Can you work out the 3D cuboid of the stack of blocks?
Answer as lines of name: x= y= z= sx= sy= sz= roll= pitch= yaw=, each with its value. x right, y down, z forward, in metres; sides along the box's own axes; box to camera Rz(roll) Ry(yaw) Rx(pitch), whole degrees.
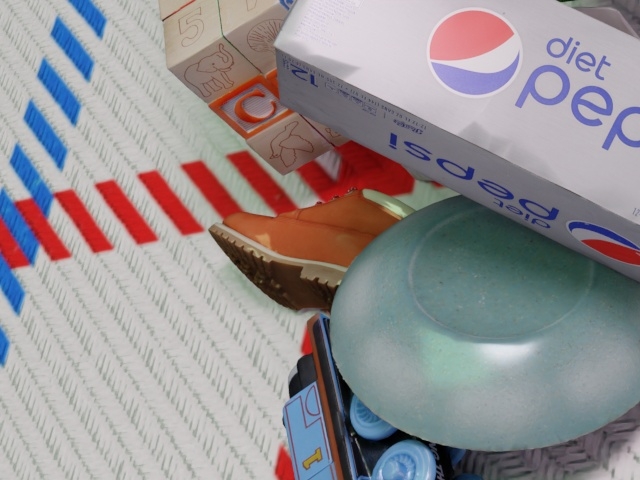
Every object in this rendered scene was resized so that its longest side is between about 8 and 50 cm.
stack of blocks: x=-0.030 y=-0.191 z=1.235 sx=0.087 sy=0.171 sz=0.297 roll=-28 pitch=46 yaw=21

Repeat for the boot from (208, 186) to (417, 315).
boot: x=0.000 y=0.000 z=1.160 sx=0.158 sy=0.059 sz=0.084 roll=18 pitch=63 yaw=42

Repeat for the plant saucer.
plant saucer: x=0.099 y=0.028 z=1.001 sx=0.195 sy=0.037 sz=0.195 roll=-5 pitch=45 yaw=5

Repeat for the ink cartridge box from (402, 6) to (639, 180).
ink cartridge box: x=0.110 y=-0.083 z=1.086 sx=0.181 sy=0.104 sz=0.061 roll=3 pitch=63 yaw=41

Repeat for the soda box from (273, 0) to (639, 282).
soda box: x=0.121 y=-0.060 z=0.950 sx=0.286 sy=0.098 sz=0.091 roll=26 pitch=78 yaw=7

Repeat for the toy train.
toy train: x=0.027 y=0.117 z=1.029 sx=0.105 sy=0.080 sz=0.184 roll=-36 pitch=43 yaw=22

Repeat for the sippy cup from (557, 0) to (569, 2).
sippy cup: x=0.221 y=-0.254 z=1.017 sx=0.224 sy=0.240 sz=0.305 roll=-4 pitch=49 yaw=4
